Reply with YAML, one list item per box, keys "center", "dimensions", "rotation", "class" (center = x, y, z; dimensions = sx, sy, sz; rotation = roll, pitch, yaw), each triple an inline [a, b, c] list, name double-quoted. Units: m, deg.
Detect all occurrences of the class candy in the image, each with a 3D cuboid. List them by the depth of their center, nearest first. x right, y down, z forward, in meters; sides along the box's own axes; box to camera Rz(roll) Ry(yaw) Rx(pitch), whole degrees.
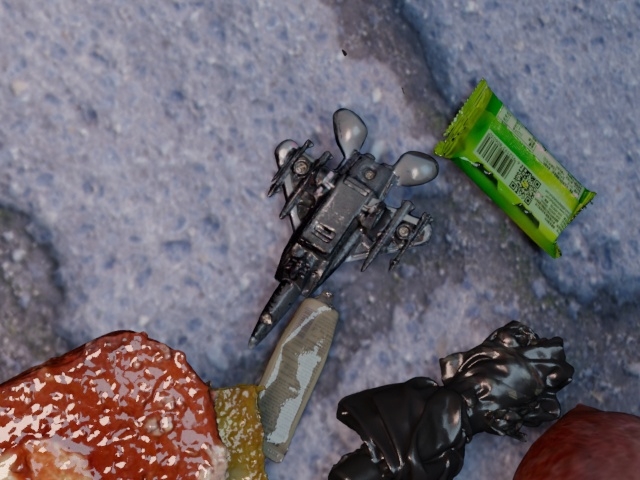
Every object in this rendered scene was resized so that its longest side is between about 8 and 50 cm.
- center: [0.200, -0.071, 1.922]
  dimensions: [0.178, 0.032, 0.102]
  rotation: [42, 58, -19]
  class: "candy"

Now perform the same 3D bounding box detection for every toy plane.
- center: [0.001, -0.003, 1.746]
  dimensions: [0.169, 0.078, 0.246]
  rotation: [32, 62, 7]
  class: "toy plane"

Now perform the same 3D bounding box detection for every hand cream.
- center: [-0.025, 0.121, 1.746]
  dimensions: [0.057, 0.037, 0.165]
  rotation: [32, 73, -25]
  class: "hand cream"

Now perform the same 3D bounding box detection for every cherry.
- center: [0.288, 0.273, 1.813]
  dimensions: [0.239, 0.206, 0.239]
  rotation: [2, 85, -21]
  class: "cherry"

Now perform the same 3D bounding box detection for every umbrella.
- center: [0.116, 0.169, 1.786]
  dimensions: [0.272, 0.110, 0.122]
  rotation: [-28, 98, -29]
  class: "umbrella"

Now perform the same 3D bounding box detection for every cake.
- center: [-0.204, 0.186, 1.494]
  dimensions: [0.283, 0.151, 0.177]
  rotation: [-25, 91, -11]
  class: "cake"

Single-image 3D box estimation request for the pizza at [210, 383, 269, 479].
- center: [-0.120, 0.199, 1.645]
  dimensions: [0.292, 0.058, 0.197]
  rotation: [40, 71, -21]
  class: "pizza"
